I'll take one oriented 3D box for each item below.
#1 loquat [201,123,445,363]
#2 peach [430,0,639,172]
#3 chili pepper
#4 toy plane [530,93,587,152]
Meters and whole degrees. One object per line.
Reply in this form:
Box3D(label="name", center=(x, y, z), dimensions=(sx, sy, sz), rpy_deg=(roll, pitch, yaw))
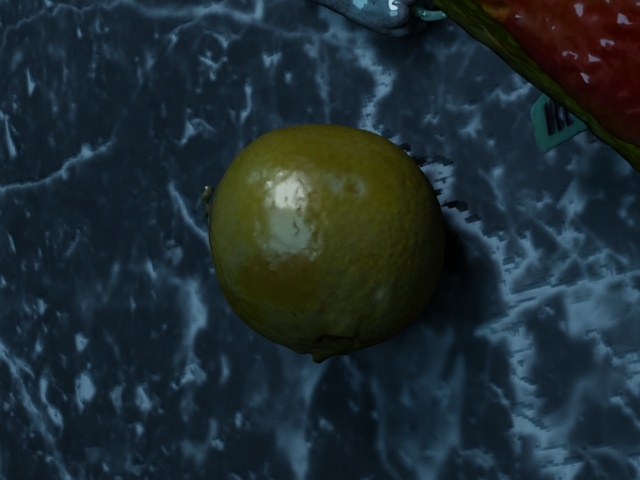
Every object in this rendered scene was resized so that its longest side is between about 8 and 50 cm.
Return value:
Box3D(label="loquat", center=(0.000, 0.000, 0.854), dimensions=(0.141, 0.141, 0.141), rpy_deg=(-1, 88, 37))
Box3D(label="peach", center=(0.195, -0.159, 0.577), dimensions=(0.380, 0.242, 0.306), rpy_deg=(-24, 76, 13))
Box3D(label="chili pepper", center=(0.021, -0.159, 0.901), dimensions=(0.153, 0.041, 0.050), rpy_deg=(33, 66, 34))
Box3D(label="toy plane", center=(0.118, -0.241, 0.797), dimensions=(0.155, 0.106, 0.382), rpy_deg=(-31, 71, 39))
